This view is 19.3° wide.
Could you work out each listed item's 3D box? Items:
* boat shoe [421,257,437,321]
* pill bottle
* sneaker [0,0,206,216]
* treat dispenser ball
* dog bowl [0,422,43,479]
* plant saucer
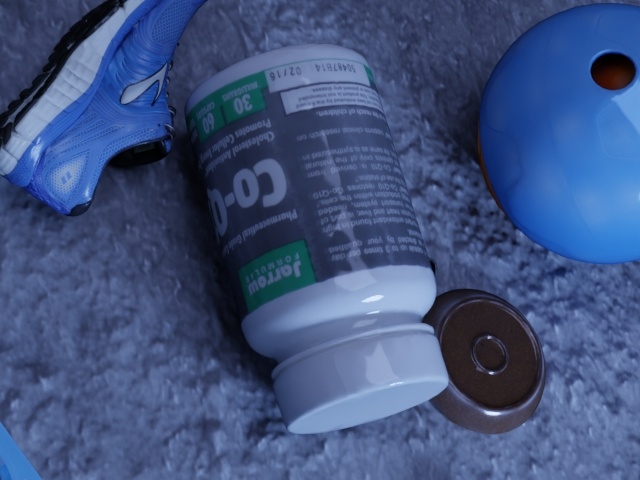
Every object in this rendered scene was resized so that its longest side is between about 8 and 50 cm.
[{"bbox_3d":[0.089,0.077,2.030,0.049,0.040,0.142,30,59,-13],"label":"boat shoe"},{"bbox_3d":[0.000,0.000,1.921,0.204,0.204,0.361,-8,72,-29],"label":"pill bottle"},{"bbox_3d":[-0.208,-0.153,1.950,0.147,0.130,0.330,46,59,-19],"label":"sneaker"},{"bbox_3d":[0.316,-0.118,2.082,0.288,0.288,0.288,10,65,-23],"label":"treat dispenser ball"},{"bbox_3d":[-0.326,0.224,1.695,0.297,0.166,0.074,54,45,3],"label":"dog bowl"},{"bbox_3d":[0.179,0.128,2.062,0.168,0.029,0.168,10,65,-22],"label":"plant saucer"}]
